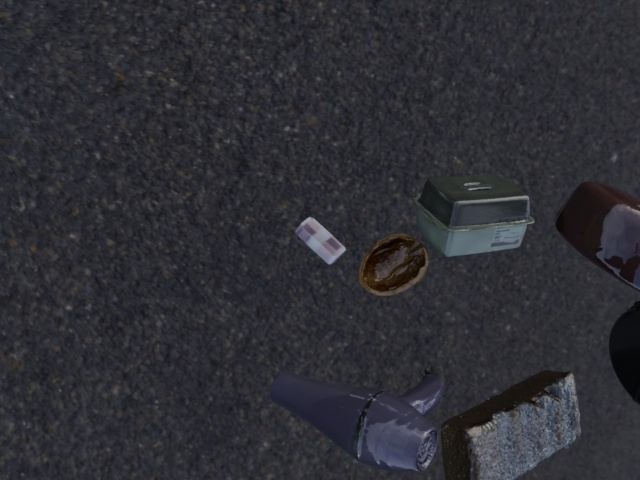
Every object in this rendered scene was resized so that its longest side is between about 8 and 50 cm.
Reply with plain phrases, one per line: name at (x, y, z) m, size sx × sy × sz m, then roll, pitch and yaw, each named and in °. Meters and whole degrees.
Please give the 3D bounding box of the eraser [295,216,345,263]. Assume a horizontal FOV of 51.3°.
eraser at (0.000, 0.000, 1.399) m, size 0.026 × 0.105 × 0.065 m, roll -50°, pitch 175°, yaw 32°

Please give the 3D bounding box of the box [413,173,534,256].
box at (0.417, -0.075, 1.839) m, size 0.291 × 0.220 × 0.166 m, roll -6°, pitch 119°, yaw -20°

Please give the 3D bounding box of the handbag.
handbag at (0.714, 0.256, 1.345) m, size 0.093 × 0.308 × 0.253 m, roll -15°, pitch 119°, yaw -17°

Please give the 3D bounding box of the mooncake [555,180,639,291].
mooncake at (0.728, -0.013, 1.578) m, size 0.174 × 0.326 × 0.334 m, roll -59°, pitch 168°, yaw 21°

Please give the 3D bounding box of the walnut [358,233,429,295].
walnut at (0.214, 0.076, 1.891) m, size 0.211 × 0.167 × 0.087 m, roll -28°, pitch 156°, yaw 14°

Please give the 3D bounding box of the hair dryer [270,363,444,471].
hair dryer at (0.121, 0.284, 1.210) m, size 0.361 × 0.301 × 0.121 m, roll -7°, pitch 107°, yaw -52°

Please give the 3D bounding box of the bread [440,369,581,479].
bread at (0.433, 0.423, 1.486) m, size 0.417 × 0.113 × 0.165 m, roll -13°, pitch 94°, yaw -39°
